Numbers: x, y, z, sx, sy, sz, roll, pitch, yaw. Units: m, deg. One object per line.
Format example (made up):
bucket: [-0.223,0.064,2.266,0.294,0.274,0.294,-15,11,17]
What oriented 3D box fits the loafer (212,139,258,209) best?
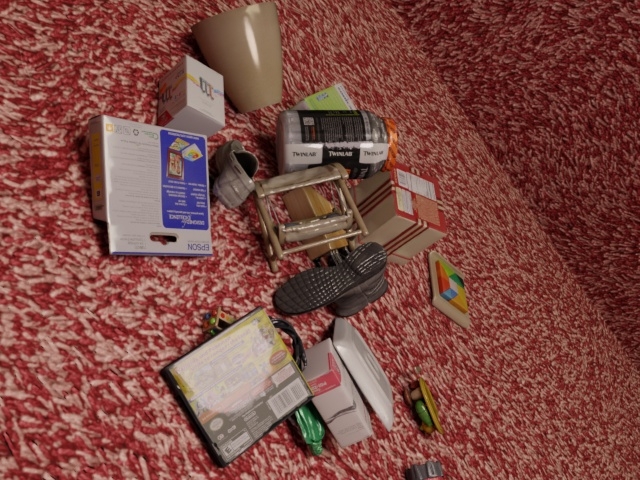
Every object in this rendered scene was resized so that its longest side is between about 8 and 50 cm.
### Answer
loafer: [-0.211,-0.188,1.851,0.112,0.111,0.319,52,15,-29]

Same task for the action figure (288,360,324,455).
action figure: [-0.046,0.414,1.733,0.137,0.063,0.232,3,60,-54]

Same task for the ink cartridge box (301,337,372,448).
ink cartridge box: [0.038,0.381,1.767,0.218,0.092,0.158,59,9,-20]

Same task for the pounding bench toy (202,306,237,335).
pounding bench toy: [-0.239,0.207,1.640,0.065,0.052,0.083,36,41,-32]

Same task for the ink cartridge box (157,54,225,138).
ink cartridge box: [-0.338,-0.362,1.850,0.127,0.128,0.176,25,47,-41]

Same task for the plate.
plate: [0.125,0.346,1.917,0.277,0.045,0.278,57,7,-5]

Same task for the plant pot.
plant pot: [-0.211,-0.518,2.055,0.256,0.256,0.274,-34,110,-56]

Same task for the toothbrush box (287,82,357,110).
toothbrush box: [0.021,-0.381,2.336,0.206,0.122,0.283,58,35,-6]

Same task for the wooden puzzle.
wooden puzzle: [0.480,0.176,2.604,0.221,0.044,0.239,36,42,-33]

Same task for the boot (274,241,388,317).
boot: [0.045,0.155,1.948,0.223,0.338,0.118,83,-19,-56]

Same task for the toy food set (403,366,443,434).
toy food set: [0.301,0.490,2.138,0.128,0.071,0.218,15,54,-77]

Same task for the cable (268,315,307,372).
cable: [-0.116,0.257,1.730,0.150,0.047,0.184,-1,40,-16]

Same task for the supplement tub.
supplement tub: [0.044,-0.283,2.092,0.338,0.207,0.207,-2,61,-10]

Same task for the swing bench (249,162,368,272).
swing bench: [-0.040,-0.079,1.902,0.253,0.165,0.255,-15,77,-14]

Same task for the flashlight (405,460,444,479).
flashlight: [0.317,0.759,1.915,0.103,0.103,0.304,70,5,-62]

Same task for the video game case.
video game case: [-0.176,0.319,1.574,0.275,0.035,0.248,-32,93,-34]

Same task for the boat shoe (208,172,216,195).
boat shoe: [-0.320,-0.175,1.808,0.152,0.049,0.056,35,40,-35]

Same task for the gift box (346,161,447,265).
gift box: [0.213,-0.093,2.265,0.276,0.258,0.255,22,50,-28]

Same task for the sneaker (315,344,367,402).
sneaker: [0.054,0.361,1.900,0.212,0.080,0.094,48,21,-19]

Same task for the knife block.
knife block: [0.000,0.000,2.066,0.275,0.088,0.242,38,40,-31]

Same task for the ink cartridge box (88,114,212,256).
ink cartridge box: [-0.387,-0.115,1.642,0.303,0.072,0.307,4,83,-52]
